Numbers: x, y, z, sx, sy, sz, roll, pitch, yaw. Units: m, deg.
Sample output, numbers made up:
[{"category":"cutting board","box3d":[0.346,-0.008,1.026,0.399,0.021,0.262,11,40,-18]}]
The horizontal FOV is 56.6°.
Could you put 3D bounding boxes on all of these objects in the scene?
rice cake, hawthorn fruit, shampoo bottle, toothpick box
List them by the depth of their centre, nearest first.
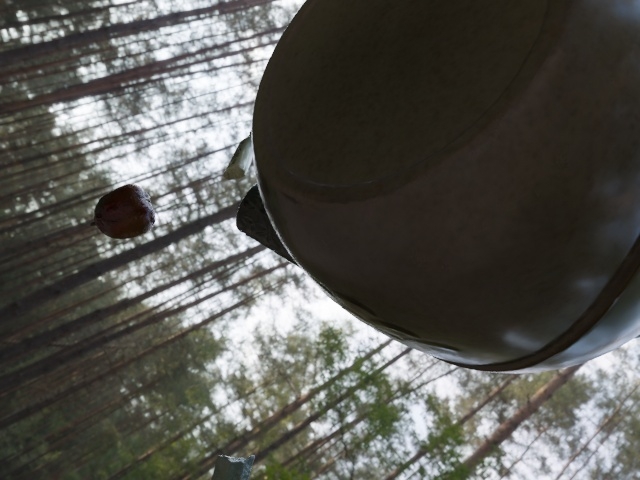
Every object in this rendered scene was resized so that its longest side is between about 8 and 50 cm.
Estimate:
[{"category":"toothpick box","box3d":[0.178,-0.075,0.605,0.409,0.409,0.425,23,-8,45]},{"category":"hawthorn fruit","box3d":[-0.253,-0.037,0.771,0.077,0.077,0.077,32,-45,39]},{"category":"shampoo bottle","box3d":[-0.151,-0.177,1.188,0.049,0.141,0.034,-27,-57,38]},{"category":"rice cake","box3d":[-0.200,0.541,1.226,0.063,0.069,0.206,-1,-109,44]}]

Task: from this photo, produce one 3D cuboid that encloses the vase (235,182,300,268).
[{"category":"vase","box3d":[0.000,0.000,1.095,0.301,0.156,0.251,25,-1,11]}]
